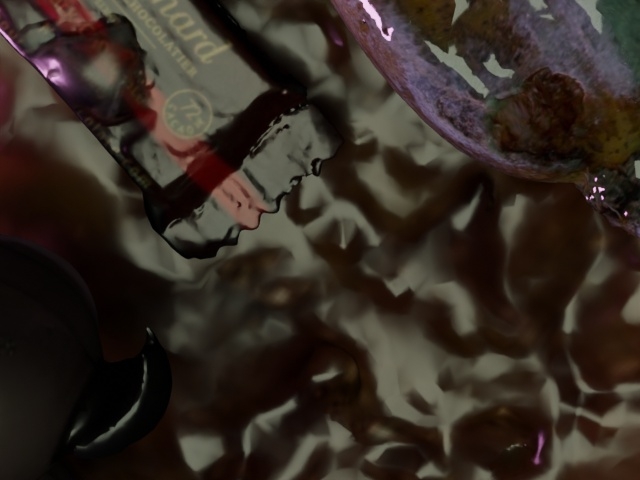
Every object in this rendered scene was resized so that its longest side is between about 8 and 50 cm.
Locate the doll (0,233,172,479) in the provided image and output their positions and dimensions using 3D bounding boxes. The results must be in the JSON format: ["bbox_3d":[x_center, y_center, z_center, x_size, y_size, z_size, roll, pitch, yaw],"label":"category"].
[{"bbox_3d":[-0.153,0.093,0.608,0.182,0.117,0.257,14,115,3],"label":"doll"}]

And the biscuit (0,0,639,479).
[{"bbox_3d":[0.000,0.000,0.696,0.395,0.166,0.343,35,114,-4],"label":"biscuit"}]

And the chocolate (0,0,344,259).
[{"bbox_3d":[-0.075,-0.077,0.578,0.086,0.028,0.182,-36,98,14],"label":"chocolate"}]

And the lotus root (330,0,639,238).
[{"bbox_3d":[0.069,-0.083,0.530,0.113,0.088,0.192,-34,95,20],"label":"lotus root"}]
